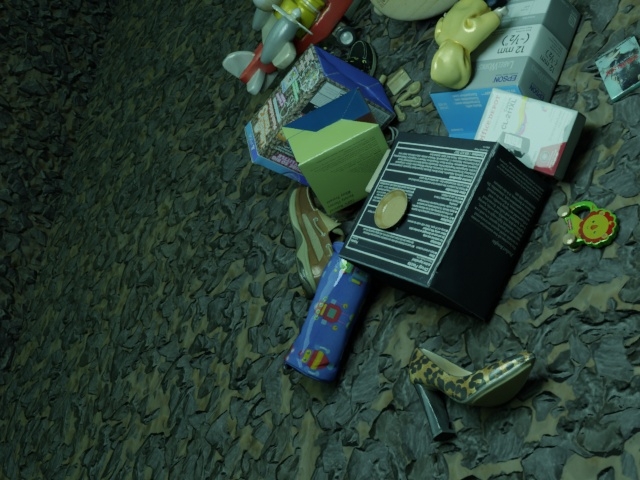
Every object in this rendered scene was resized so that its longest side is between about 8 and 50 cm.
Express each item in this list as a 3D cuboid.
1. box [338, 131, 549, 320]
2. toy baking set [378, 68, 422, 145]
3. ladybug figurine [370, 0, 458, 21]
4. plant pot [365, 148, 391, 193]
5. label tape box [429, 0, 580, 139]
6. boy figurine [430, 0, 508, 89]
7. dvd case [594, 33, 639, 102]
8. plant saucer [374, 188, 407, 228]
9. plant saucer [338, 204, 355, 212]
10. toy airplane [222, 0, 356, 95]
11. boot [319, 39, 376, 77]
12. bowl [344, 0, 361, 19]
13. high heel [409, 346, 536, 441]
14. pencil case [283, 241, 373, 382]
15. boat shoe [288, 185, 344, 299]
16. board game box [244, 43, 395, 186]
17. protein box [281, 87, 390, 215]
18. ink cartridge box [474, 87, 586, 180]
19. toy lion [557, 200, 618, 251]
[{"bbox_3d":[0.233,-0.035,1.581,0.296,0.182,0.294,19,79,56],"label":"box"},{"bbox_3d":[0.156,-0.317,2.016,0.256,0.030,0.196,-58,35,2],"label":"toy baking set"},{"bbox_3d":[0.296,-0.726,1.979,0.449,0.162,0.305,-41,81,25],"label":"ladybug figurine"},{"bbox_3d":[0.185,-0.122,1.780,0.096,0.109,0.109,26,86,43],"label":"plant pot"},{"bbox_3d":[0.368,-0.346,1.709,0.249,0.115,0.348,7,69,52],"label":"label tape box"},{"bbox_3d":[0.313,-0.448,1.679,0.177,0.092,0.285,5,70,52],"label":"boy figurine"},{"bbox_3d":[0.575,-0.327,1.529,0.087,0.013,0.119,-33,42,32],"label":"dvd case"},{"bbox_3d":[0.139,-0.058,1.546,0.083,0.015,0.083,-31,44,35],"label":"plant saucer"},{"bbox_3d":[0.042,-0.089,1.948,0.083,0.083,0.013,-116,38,-50],"label":"plant saucer"},{"bbox_3d":[-0.120,-0.595,2.264,0.386,0.272,0.384,2,47,46],"label":"toy airplane"},{"bbox_3d":[0.057,-0.468,2.119,0.085,0.178,0.236,-20,51,42],"label":"boot"},{"bbox_3d":[0.061,-0.718,2.411,0.142,0.053,0.142,28,88,54],"label":"bowl"},{"bbox_3d":[0.259,0.216,1.437,0.261,0.093,0.186,-46,42,33],"label":"high heel"},{"bbox_3d":[0.028,0.156,1.738,0.119,0.133,0.306,22,86,11],"label":"pencil case"},{"bbox_3d":[0.000,0.000,1.917,0.119,0.123,0.324,-15,50,6],"label":"boat shoe"},{"bbox_3d":[-0.006,-0.292,1.986,0.291,0.232,0.141,-46,40,29],"label":"board game box"},{"bbox_3d":[0.052,-0.200,1.844,0.199,0.201,0.136,-27,52,6],"label":"protein box"},{"bbox_3d":[0.392,-0.202,1.531,0.175,0.072,0.127,23,99,30],"label":"ink cartridge box"},{"bbox_3d":[0.474,-0.028,1.420,0.096,0.034,0.100,-24,47,30],"label":"toy lion"}]
